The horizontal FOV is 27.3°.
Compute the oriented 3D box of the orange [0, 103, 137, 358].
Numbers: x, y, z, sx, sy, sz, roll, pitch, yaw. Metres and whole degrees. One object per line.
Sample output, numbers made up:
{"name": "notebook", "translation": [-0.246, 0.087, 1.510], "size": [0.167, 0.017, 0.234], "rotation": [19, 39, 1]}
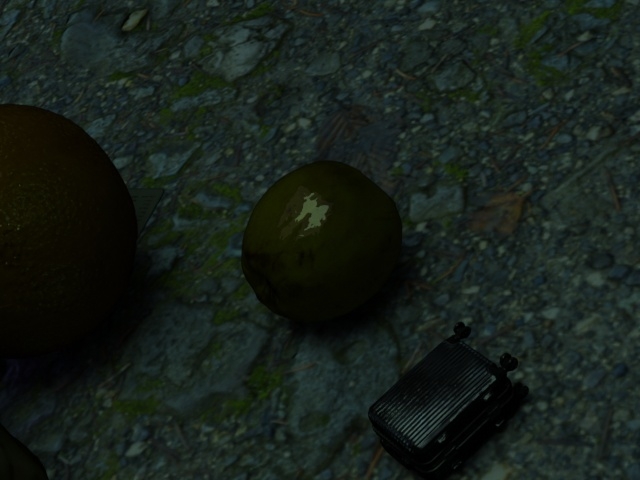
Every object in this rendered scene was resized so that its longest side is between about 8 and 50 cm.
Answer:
{"name": "orange", "translation": [-0.325, -0.007, 1.362], "size": [0.274, 0.274, 0.274], "rotation": [-15, 42, 14]}

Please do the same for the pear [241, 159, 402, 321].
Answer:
{"name": "pear", "translation": [0.000, 0.000, 1.278], "size": [0.162, 0.149, 0.149], "rotation": [-44, 43, -12]}

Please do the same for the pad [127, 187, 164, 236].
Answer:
{"name": "pad", "translation": [-0.323, -0.007, 1.562], "size": [0.265, 0.009, 0.159], "rotation": [1, 48, 28]}

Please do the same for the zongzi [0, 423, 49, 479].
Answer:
{"name": "zongzi", "translation": [-0.472, 0.319, 1.243], "size": [0.500, 0.218, 0.467], "rotation": [35, 98, 31]}

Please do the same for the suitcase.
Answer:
{"name": "suitcase", "translation": [0.108, 0.142, 1.139], "size": [0.126, 0.059, 0.086], "rotation": [-40, 41, -15]}
